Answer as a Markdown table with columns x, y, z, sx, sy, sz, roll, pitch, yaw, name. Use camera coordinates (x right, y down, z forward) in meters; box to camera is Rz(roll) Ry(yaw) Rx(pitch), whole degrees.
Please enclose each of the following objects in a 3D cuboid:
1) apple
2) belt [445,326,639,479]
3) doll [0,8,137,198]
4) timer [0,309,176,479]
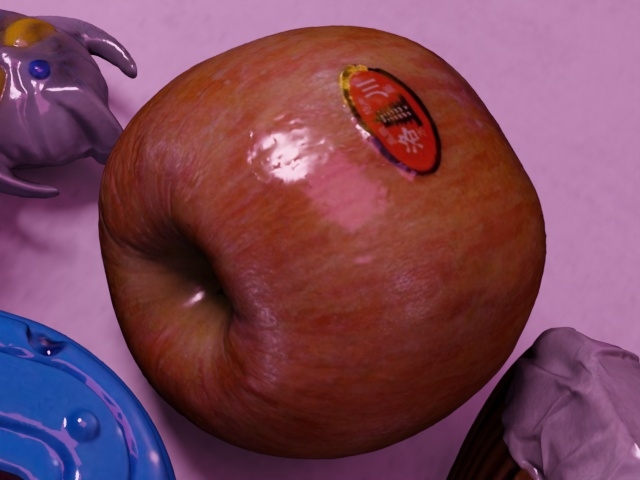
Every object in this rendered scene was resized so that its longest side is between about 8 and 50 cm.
| x | y | z | sx | sy | sz | roll | pitch | yaw | name |
| --- | --- | --- | --- | --- | --- | --- | --- | --- | --- |
| 0.000 | 0.000 | 0.710 | 0.188 | 0.211 | 0.211 | -25 | 79 | -36 | apple |
| 0.119 | 0.207 | 0.663 | 0.122 | 0.217 | 0.339 | 23 | 57 | -16 | belt |
| -0.173 | -0.089 | 0.756 | 0.194 | 0.062 | 0.104 | 29 | 39 | 0 | doll |
| -0.225 | 0.152 | 0.586 | 0.340 | 0.115 | 0.309 | 17 | 57 | -18 | timer |
